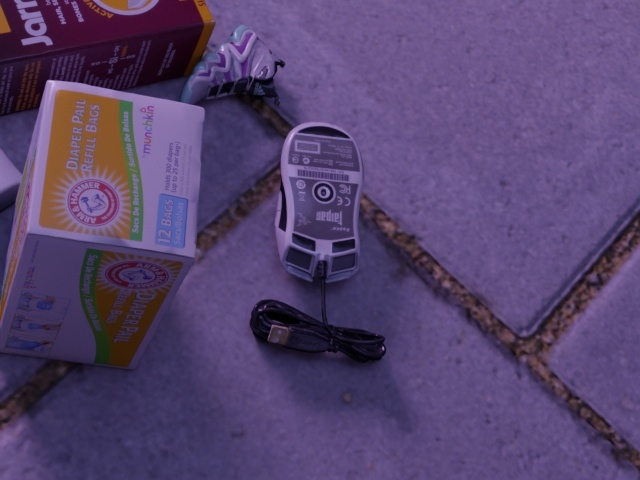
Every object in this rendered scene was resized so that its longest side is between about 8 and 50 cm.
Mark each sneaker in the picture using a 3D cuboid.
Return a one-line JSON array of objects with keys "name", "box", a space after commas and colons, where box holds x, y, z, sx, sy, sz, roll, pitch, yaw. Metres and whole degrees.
[{"name": "sneaker", "box": [-0.064, -0.128, 1.099, 0.069, 0.038, 0.098, 38, 58, 3]}]

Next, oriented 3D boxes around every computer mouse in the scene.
[{"name": "computer mouse", "box": [0.000, 0.000, 1.058, 0.106, 0.042, 0.193, 7, 68, -12]}]

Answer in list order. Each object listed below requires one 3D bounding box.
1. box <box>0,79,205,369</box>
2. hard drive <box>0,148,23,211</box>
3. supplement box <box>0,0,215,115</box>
[{"name": "box", "box": [-0.152, -0.003, 0.906, 0.103, 0.203, 0.114, 9, 62, -15]}, {"name": "hard drive", "box": [-0.387, -0.102, 0.968, 0.203, 0.040, 0.307, -36, 80, -31]}, {"name": "supplement box", "box": [-0.192, -0.173, 1.051, 0.188, 0.081, 0.104, -16, 71, -26]}]
